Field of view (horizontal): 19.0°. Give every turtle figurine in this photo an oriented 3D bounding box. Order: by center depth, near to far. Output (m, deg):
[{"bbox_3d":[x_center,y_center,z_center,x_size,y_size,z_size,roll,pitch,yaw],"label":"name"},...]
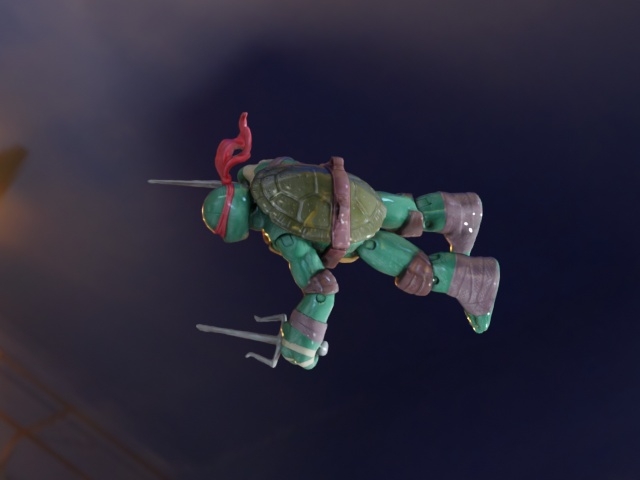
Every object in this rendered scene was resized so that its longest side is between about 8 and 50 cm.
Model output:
[{"bbox_3d":[0.000,0.000,1.318,0.118,0.234,0.175,115,-21,-54],"label":"turtle figurine"}]
